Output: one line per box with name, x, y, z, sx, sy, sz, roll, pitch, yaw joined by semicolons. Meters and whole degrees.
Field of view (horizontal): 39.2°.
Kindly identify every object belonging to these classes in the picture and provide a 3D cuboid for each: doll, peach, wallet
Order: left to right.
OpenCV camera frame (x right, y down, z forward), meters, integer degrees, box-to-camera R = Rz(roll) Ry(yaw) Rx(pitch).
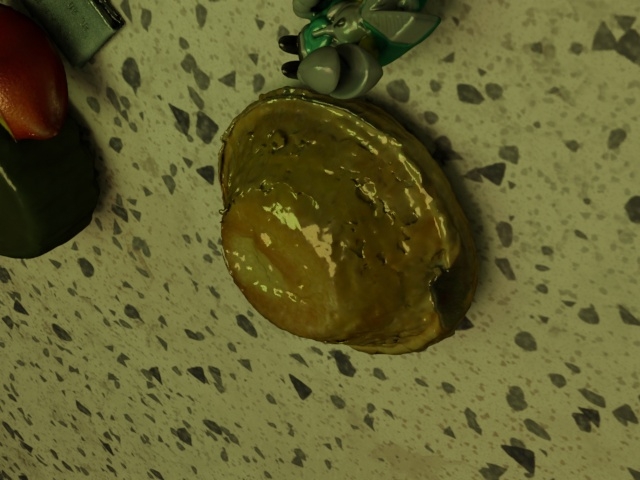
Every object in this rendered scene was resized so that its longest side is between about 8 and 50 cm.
peach;-0.504;-0.286;1.447;0.267;0.159;0.154;44;167;21
wallet;-0.418;-0.391;1.420;0.167;0.036;0.222;-22;107;49
doll;0.025;-0.237;1.050;0.258;0.153;0.195;-52;56;47

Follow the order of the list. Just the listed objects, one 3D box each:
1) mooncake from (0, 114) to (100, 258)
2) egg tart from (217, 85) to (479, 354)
mooncake;-0.578;-0.140;1.662;0.356;0.194;0.356;27;142;24
egg tart;0.000;0.000;1.262;0.443;0.178;0.443;25;136;27
